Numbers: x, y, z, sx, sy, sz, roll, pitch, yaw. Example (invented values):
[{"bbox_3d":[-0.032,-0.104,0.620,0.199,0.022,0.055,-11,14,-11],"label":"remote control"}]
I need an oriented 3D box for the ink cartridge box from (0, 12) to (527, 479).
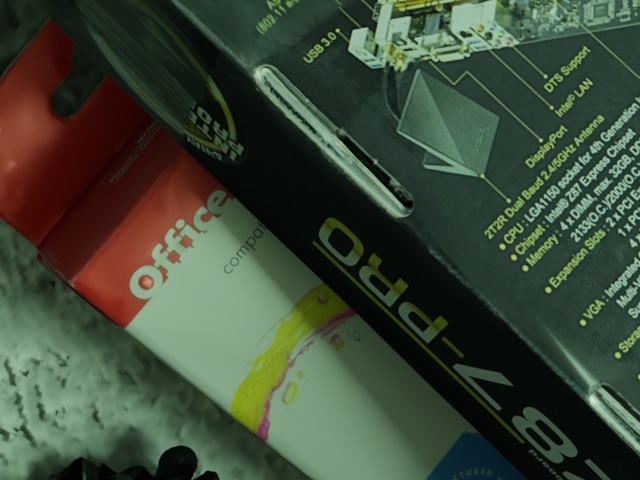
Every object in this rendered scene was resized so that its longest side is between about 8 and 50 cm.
[{"bbox_3d":[0.000,0.000,0.598,0.231,0.078,0.134,40,85,-19],"label":"ink cartridge box"}]

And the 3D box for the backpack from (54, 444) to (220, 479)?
[{"bbox_3d":[-0.098,0.169,0.577,0.182,0.115,0.152,-18,107,-11],"label":"backpack"}]

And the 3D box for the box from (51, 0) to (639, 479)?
[{"bbox_3d":[0.167,-0.100,0.531,0.318,0.097,0.395,44,72,1],"label":"box"}]
